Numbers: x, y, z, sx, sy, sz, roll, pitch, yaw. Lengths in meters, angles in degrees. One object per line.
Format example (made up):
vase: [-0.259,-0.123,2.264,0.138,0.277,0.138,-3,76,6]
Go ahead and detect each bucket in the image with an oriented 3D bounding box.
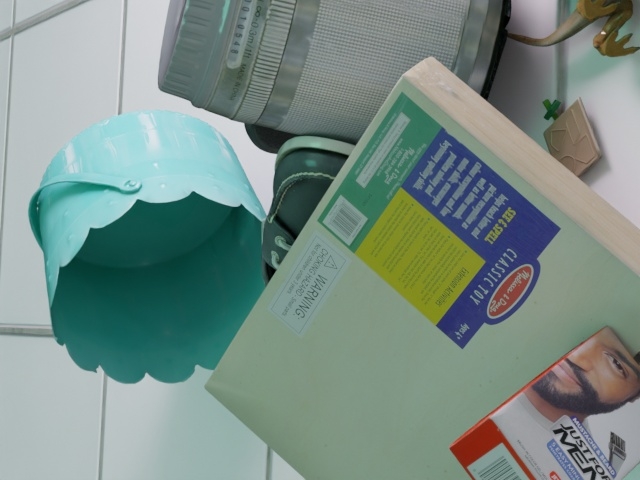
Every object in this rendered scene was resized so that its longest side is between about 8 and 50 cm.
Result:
bucket: [-0.184,0.004,1.759,0.281,0.281,0.183,-64,32,33]

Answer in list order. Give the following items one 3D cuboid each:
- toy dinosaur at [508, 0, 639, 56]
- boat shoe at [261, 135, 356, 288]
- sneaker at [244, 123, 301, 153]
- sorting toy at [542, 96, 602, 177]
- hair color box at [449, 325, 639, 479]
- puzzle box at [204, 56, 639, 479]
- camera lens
toy dinosaur: [0.224,-0.191,1.268,0.211,0.064,0.112,-49,15,38]
boat shoe: [0.000,0.000,1.486,0.319,0.116,0.099,105,180,-69]
sneaker: [-0.014,-0.243,1.664,0.136,0.116,0.314,-160,83,-70]
sorting toy: [0.206,-0.091,1.315,0.062,0.012,0.083,-52,46,52]
hair color box: [0.176,0.137,1.126,0.093,0.167,0.053,53,132,7]
puzzle box: [0.089,0.081,1.309,0.272,0.052,0.409,42,131,9]
camera lens: [0.013,-0.196,1.383,0.219,0.274,0.219,-168,90,-78]
